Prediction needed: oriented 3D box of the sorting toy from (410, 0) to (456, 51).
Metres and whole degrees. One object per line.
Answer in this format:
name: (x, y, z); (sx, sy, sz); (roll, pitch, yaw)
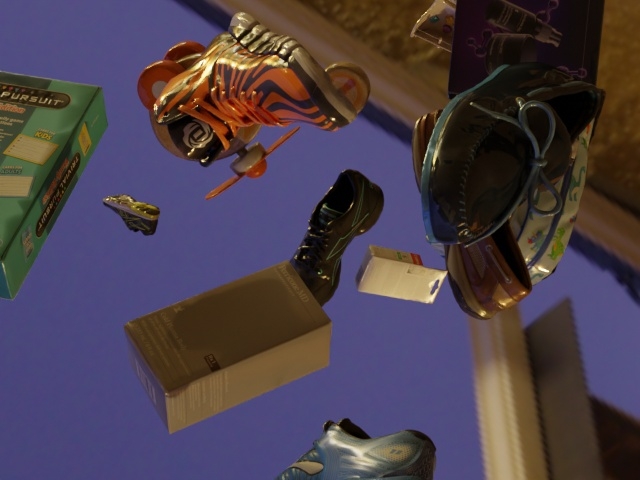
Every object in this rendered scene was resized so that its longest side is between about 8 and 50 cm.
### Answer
sorting toy: (0.178, -0.301, 1.848); (0.083, 0.075, 0.045); (26, -135, 5)

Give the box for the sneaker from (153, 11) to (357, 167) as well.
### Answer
sneaker: (-0.083, -0.150, 1.570); (0.124, 0.180, 0.321); (48, 176, -28)

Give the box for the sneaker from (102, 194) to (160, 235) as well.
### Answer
sneaker: (-0.219, -0.028, 1.531); (0.083, 0.035, 0.031); (21, -157, 35)

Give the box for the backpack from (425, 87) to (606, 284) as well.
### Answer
backpack: (0.325, -0.094, 2.326); (0.273, 0.290, 0.356); (6, -95, -39)

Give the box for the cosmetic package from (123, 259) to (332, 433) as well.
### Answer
cosmetic package: (-0.115, 0.133, 1.704); (0.238, 0.107, 0.127); (-25, -126, -20)

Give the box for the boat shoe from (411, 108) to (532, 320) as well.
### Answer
boat shoe: (0.239, -0.047, 2.022); (0.122, 0.120, 0.324); (-7, -102, -56)

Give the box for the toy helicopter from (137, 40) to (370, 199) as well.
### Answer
toy helicopter: (-0.092, -0.194, 2.051); (0.140, 0.355, 0.235); (-59, -41, -63)

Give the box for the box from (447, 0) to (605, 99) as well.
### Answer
box: (0.262, -0.302, 1.674); (0.184, 0.261, 0.103); (5, -178, 5)

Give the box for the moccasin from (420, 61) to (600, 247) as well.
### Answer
moccasin: (0.200, -0.107, 1.354); (0.117, 0.138, 0.342); (7, -145, 24)

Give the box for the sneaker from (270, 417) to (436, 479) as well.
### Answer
sneaker: (0.013, 0.288, 1.498); (0.130, 0.330, 0.147); (46, -133, -22)

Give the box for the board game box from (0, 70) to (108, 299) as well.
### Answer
board game box: (-0.459, -0.088, 1.761); (0.253, 0.079, 0.336); (10, -133, 11)

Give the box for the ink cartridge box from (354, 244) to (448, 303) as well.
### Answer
ink cartridge box: (0.111, 0.048, 1.848); (0.115, 0.063, 0.029); (11, -147, -19)

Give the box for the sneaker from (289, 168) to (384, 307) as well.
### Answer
sneaker: (0.000, 0.000, 2.175); (0.101, 0.267, 0.106); (25, 168, 29)
